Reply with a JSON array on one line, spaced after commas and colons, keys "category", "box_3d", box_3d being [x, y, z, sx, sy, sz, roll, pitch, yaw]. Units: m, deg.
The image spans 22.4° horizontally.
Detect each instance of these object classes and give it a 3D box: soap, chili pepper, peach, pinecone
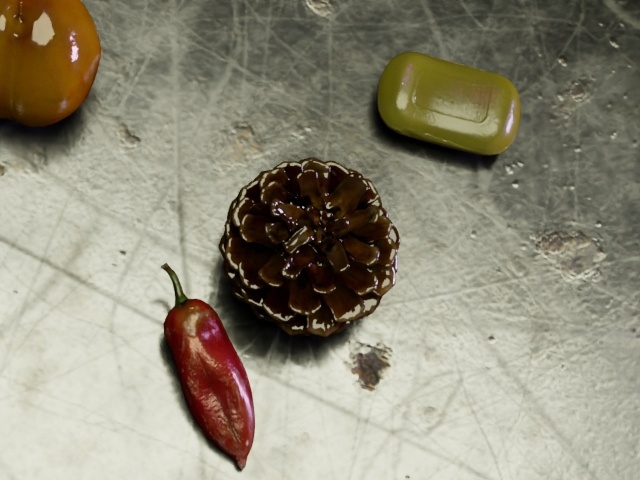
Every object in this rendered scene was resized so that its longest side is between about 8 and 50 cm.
[{"category": "soap", "box_3d": [0.123, -0.130, 1.544, 0.140, 0.045, 0.089, 15, 66, -4]}, {"category": "chili pepper", "box_3d": [-0.098, 0.108, 1.415, 0.059, 0.050, 0.191, -19, 87, -20]}, {"category": "peach", "box_3d": [-0.265, -0.173, 1.443, 0.138, 0.138, 0.138, 3, 70, -10]}, {"category": "pinecone", "box_3d": [-0.006, 0.001, 1.408, 0.163, 0.165, 0.163, 1, 79, -6]}]
